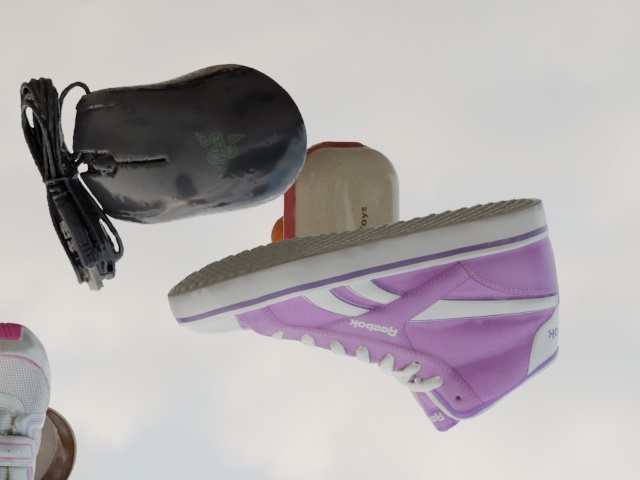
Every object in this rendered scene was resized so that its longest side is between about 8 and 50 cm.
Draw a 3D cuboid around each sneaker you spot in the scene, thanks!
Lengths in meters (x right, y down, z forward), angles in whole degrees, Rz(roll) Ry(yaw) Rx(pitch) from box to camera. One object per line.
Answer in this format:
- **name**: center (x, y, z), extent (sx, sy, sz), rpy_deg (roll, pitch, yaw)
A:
- **sneaker**: center (0.037, 0.072, 1.339), extent (0.282, 0.161, 0.102), rpy_deg (-9, -169, 1)
- **sneaker**: center (-0.259, 0.180, 1.420), extent (0.103, 0.252, 0.111), rpy_deg (3, -150, -24)

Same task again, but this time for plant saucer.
- **plant saucer**: center (-0.344, 0.234, 1.967), extent (0.168, 0.168, 0.029), rpy_deg (-22, -141, -18)

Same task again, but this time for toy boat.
- **toy boat**: center (0.000, 0.000, 2.156), extent (0.151, 0.231, 0.151), rpy_deg (-1, -178, -39)

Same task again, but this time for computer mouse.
- **computer mouse**: center (-0.137, -0.062, 1.504), extent (0.272, 0.188, 0.072), rpy_deg (-12, -170, 33)
